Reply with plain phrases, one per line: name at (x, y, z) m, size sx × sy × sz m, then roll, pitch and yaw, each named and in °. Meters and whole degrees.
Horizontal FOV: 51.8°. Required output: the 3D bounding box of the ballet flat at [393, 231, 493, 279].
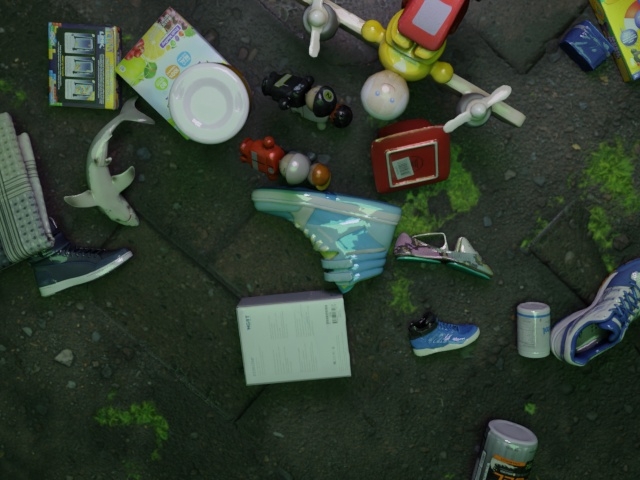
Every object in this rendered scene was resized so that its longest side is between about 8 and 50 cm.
ballet flat at (0.268, 0.025, 1.413) m, size 0.221 × 0.077 × 0.079 m, roll 12°, pitch 81°, yaw 0°

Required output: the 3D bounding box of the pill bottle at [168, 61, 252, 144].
pill bottle at (-0.195, -0.259, 1.218) m, size 0.136 × 0.246 × 0.137 m, roll -1°, pitch 105°, yaw -4°

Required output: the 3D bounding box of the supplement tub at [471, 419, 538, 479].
supplement tub at (0.404, 0.508, 1.466) m, size 0.116 × 0.117 × 0.191 m, roll 11°, pitch 101°, yaw 0°

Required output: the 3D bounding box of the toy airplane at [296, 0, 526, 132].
toy airplane at (0.147, -0.333, 1.198) m, size 0.386 × 0.384 × 0.273 m, roll 18°, pitch 75°, yaw 40°

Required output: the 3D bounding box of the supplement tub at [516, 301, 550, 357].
supplement tub at (0.462, 0.193, 1.431) m, size 0.070 × 0.071 × 0.107 m, roll -4°, pitch 101°, yaw 3°

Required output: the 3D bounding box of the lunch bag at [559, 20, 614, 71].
lunch bag at (0.540, -0.389, 1.324) m, size 0.098 × 0.067 × 0.065 m, roll 43°, pitch 99°, yaw -6°

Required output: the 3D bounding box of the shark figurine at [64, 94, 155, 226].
shark figurine at (-0.457, -0.170, 1.390) m, size 0.166 × 0.116 × 0.278 m, roll 0°, pitch 112°, yaw -32°

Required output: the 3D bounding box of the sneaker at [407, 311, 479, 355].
sneaker at (0.267, 0.193, 1.444) m, size 0.152 × 0.058 × 0.085 m, roll -16°, pitch 108°, yaw 12°

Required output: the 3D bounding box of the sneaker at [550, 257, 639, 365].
sneaker at (0.623, 0.161, 1.389) m, size 0.112 × 0.131 × 0.296 m, roll 43°, pitch 98°, yaw -4°

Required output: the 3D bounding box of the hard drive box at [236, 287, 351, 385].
hard drive box at (-0.055, 0.209, 1.443) m, size 0.232 × 0.089 × 0.181 m, roll -5°, pitch 100°, yaw 3°

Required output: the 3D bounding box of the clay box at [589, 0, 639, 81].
clay box at (0.631, -0.448, 1.317) m, size 0.127 × 0.053 × 0.222 m, roll -27°, pitch 99°, yaw 6°

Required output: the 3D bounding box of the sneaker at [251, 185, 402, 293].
sneaker at (0.000, 0.000, 1.386) m, size 0.318 × 0.127 × 0.208 m, roll 10°, pitch 99°, yaw 1°

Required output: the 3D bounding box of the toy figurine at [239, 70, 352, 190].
toy figurine at (-0.036, -0.209, 1.298) m, size 0.148 × 0.209 × 0.213 m, roll 22°, pitch 95°, yaw 21°

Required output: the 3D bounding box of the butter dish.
butter dish at (0.177, -0.193, 1.355) m, size 0.159 × 0.118 × 0.160 m, roll -13°, pitch 141°, yaw 2°

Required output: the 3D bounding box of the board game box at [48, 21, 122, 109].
board game box at (-0.491, -0.363, 1.378) m, size 0.141 × 0.048 × 0.171 m, roll 4°, pitch 100°, yaw -1°

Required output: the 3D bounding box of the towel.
towel at (-0.736, -0.076, 1.400) m, size 0.312 × 0.056 × 0.324 m, roll -23°, pitch 78°, yaw 8°

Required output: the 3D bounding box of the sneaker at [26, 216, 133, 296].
sneaker at (-0.536, 0.014, 1.428) m, size 0.226 × 0.086 × 0.164 m, roll -19°, pitch 101°, yaw 6°

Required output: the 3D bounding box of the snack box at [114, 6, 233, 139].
snack box at (-0.286, -0.341, 1.363) m, size 0.207 × 0.070 × 0.174 m, roll 43°, pitch 99°, yaw -8°
